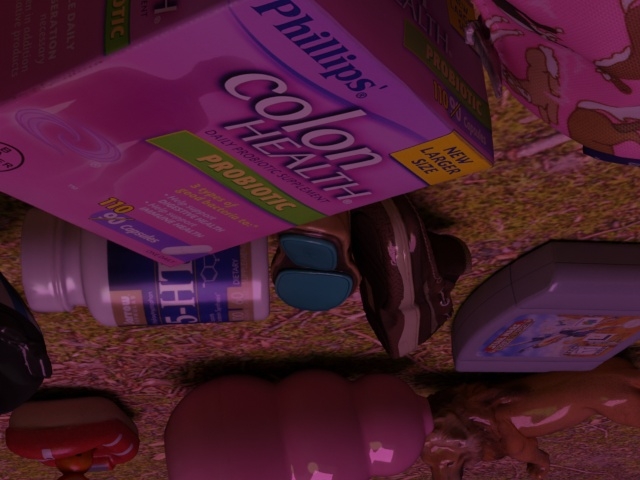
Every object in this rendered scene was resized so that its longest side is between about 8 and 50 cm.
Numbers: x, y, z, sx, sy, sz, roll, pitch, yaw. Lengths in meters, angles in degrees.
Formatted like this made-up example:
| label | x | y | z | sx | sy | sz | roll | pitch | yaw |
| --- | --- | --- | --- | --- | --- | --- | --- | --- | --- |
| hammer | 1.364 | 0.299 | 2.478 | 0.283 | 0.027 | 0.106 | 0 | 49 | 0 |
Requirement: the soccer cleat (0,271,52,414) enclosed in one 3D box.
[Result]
| label | x | y | z | sx | sy | sz | roll | pitch | yaw |
| --- | --- | --- | --- | --- | --- | --- | --- | --- | --- |
| soccer cleat | -0.315 | 0.004 | 0.745 | 0.116 | 0.143 | 0.331 | -39 | 135 | -20 |

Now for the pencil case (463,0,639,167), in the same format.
| label | x | y | z | sx | sy | sz | roll | pitch | yaw |
| --- | --- | --- | --- | --- | --- | --- | --- | --- | --- |
| pencil case | 0.098 | -0.169 | 0.386 | 0.167 | 0.160 | 0.386 | -48 | 147 | 1 |

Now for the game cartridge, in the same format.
| label | x | y | z | sx | sy | sz | roll | pitch | yaw |
| --- | --- | --- | --- | --- | --- | --- | --- | --- | --- |
| game cartridge | 0.257 | 0.082 | 1.112 | 0.198 | 0.062 | 0.297 | -2 | 157 | -14 |

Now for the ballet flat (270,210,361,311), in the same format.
| label | x | y | z | sx | sy | sz | roll | pitch | yaw |
| --- | --- | --- | --- | --- | --- | --- | --- | --- | --- |
| ballet flat | 0.000 | 0.000 | 0.858 | 0.080 | 0.073 | 0.232 | 9 | 162 | 0 |

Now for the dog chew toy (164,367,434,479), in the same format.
| label | x | y | z | sx | sy | sz | roll | pitch | yaw |
| --- | --- | --- | --- | --- | --- | --- | --- | --- | --- |
| dog chew toy | -0.022 | 0.254 | 1.297 | 0.332 | 0.206 | 0.206 | -12 | 156 | -1 |

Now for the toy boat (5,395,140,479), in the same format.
| label | x | y | z | sx | sy | sz | roll | pitch | yaw |
| --- | --- | --- | --- | --- | --- | --- | --- | --- | --- |
| toy boat | -0.337 | 0.300 | 1.398 | 0.151 | 0.151 | 0.231 | -6 | 157 | 3 |

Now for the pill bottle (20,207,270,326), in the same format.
| label | x | y | z | sx | sy | sz | roll | pitch | yaw |
| --- | --- | --- | --- | --- | --- | --- | --- | --- | --- |
| pill bottle | -0.135 | 0.012 | 0.818 | 0.187 | 0.112 | 0.112 | -3 | 156 | -3 |

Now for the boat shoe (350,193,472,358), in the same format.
| label | x | y | z | sx | sy | sz | roll | pitch | yaw |
| --- | --- | --- | --- | --- | --- | --- | --- | --- | --- |
| boat shoe | 0.084 | 0.017 | 0.915 | 0.095 | 0.095 | 0.257 | -26 | 156 | -8 |

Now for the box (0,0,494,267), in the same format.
| label | x | y | z | sx | sy | sz | roll | pitch | yaw |
| --- | --- | --- | --- | --- | --- | --- | --- | --- | --- |
| box | -0.060 | -0.095 | 0.576 | 0.243 | 0.117 | 0.213 | -17 | 153 | 28 |

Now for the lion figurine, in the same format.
| label | x | y | z | sx | sy | sz | roll | pitch | yaw |
| --- | --- | --- | --- | --- | --- | --- | --- | --- | --- |
| lion figurine | 0.315 | 0.222 | 1.376 | 0.392 | 0.142 | 0.240 | -29 | 141 | 19 |
